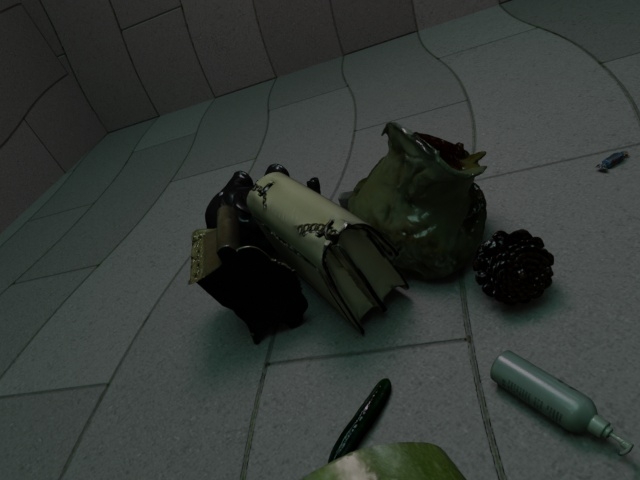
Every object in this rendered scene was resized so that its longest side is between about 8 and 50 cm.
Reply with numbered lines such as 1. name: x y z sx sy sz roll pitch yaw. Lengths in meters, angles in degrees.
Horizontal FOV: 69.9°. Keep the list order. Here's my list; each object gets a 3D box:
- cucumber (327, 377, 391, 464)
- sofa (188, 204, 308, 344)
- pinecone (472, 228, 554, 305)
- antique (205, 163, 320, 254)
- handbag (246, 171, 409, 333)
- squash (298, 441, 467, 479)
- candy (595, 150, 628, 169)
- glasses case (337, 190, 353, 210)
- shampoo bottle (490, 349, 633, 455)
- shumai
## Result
1. cucumber: 0.064 0.293 0.735 0.033 0.036 0.184 20 52 36
2. sofa: -0.143 0.059 0.987 0.182 0.258 0.200 -35 32 8
3. pinecone: 0.342 0.044 0.826 0.140 0.140 0.121 -27 6 -5
4. antique: -0.172 -0.078 1.259 0.322 0.185 0.255 0 33 31
5. handbag: 0.000 0.000 0.974 0.160 0.237 0.358 -44 37 -8
6. squash: 0.112 0.402 0.364 0.263 0.263 0.384 -29 35 -7
7. candy: 0.659 -0.180 1.031 0.083 0.020 0.030 -27 34 -9
8. glasses case: 0.153 -0.104 1.189 0.204 0.071 0.047 -6 34 25
9. shampoo bottle: 0.336 0.227 0.645 0.056 0.056 0.195 -37 37 -18
10. shumai: 0.174 -0.113 0.943 0.329 0.288 0.292 19 72 39
